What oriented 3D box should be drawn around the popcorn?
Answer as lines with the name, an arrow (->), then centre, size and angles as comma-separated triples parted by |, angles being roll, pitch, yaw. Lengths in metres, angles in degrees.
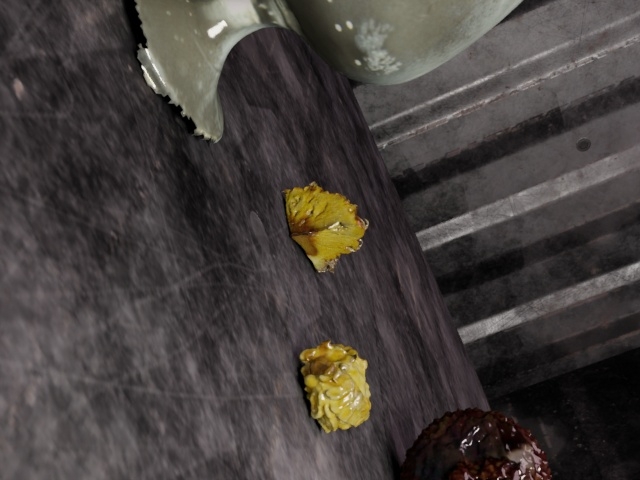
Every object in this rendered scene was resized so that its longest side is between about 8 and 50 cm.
popcorn -> 0.014, 0.130, 0.751 | 0.083, 0.057, 0.082 | 58, 21, -59

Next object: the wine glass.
wine glass -> 0.005, -0.232, 0.719 | 0.238, 0.323, 0.238 | -20, 90, -82

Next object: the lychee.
lychee -> 0.182, 0.292, 0.970 | 0.188, 0.188, 0.188 | -22, 90, -80

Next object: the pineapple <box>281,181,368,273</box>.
pineapple -> 0.000, 0.000, 0.974 | 0.077, 0.114, 0.114 | -49, 143, -38
